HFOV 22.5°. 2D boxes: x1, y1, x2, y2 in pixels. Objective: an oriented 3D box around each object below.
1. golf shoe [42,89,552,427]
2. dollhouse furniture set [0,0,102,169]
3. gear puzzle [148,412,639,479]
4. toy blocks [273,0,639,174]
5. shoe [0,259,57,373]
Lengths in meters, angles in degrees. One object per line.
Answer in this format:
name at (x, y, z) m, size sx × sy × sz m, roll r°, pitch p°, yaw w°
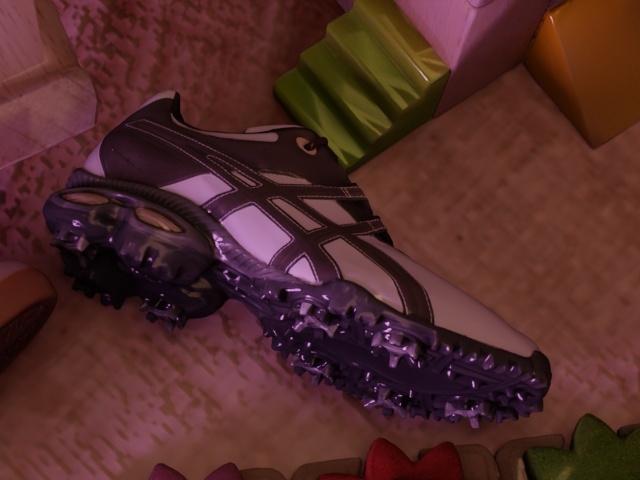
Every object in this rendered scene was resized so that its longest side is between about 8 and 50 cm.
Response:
golf shoe at (0.000, 0.000, 0.596) m, size 0.198 × 0.077 × 0.094 m, roll 22°, pitch 62°, yaw 8°
dollhouse furniture set at (-0.304, -0.068, 0.452) m, size 0.394 × 0.362 × 0.257 m, roll -26°, pitch 98°, yaw -17°
gear puzzle at (0.086, 0.148, 0.572) m, size 0.338 × 0.044 × 0.176 m, roll -6°, pitch 71°, yaw -8°
toy blocks at (0.146, -0.206, 0.592) m, size 0.381 × 0.261 × 0.191 m, roll -34°, pitch 77°, yaw -17°
shoe at (-0.193, 0.064, 0.557) m, size 0.219 × 0.076 × 0.058 m, roll -34°, pitch 83°, yaw -14°
